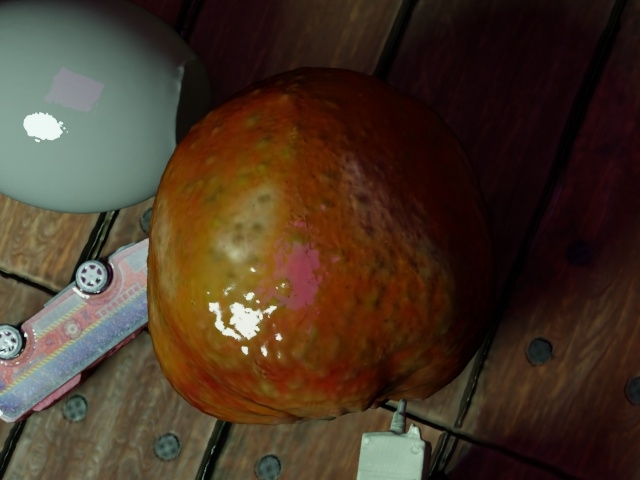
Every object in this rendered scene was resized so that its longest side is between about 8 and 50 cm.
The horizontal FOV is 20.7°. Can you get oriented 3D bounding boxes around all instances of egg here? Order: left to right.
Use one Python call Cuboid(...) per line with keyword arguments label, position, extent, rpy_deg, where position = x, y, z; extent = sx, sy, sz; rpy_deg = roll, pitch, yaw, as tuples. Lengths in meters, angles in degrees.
Cuboid(label="egg", position=(-0.204, -0.111, 1.378), extent=(0.232, 0.176, 0.176), rpy_deg=(13, 83, 18))

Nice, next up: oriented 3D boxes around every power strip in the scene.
Cuboid(label="power strip", position=(0.044, 0.199, 1.188), extent=(0.047, 0.030, 0.191), rpy_deg=(3, 70, 16))

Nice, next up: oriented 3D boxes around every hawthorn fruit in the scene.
Cuboid(label="hawthorn fruit", position=(0.000, 0.000, 1.294), extent=(0.275, 0.275, 0.300), rpy_deg=(-2, 64, 7))

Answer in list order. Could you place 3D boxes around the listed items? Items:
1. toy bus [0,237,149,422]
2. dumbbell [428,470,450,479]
Cuboid(label="toy bus", position=(-0.197, 0.071, 1.408), extent=(0.192, 0.065, 0.077), rpy_deg=(-37, 86, 1))
Cuboid(label="dumbbell", position=(0.026, 0.272, 1.286), extent=(0.290, 0.192, 0.192), rpy_deg=(-27, 79, 4))
